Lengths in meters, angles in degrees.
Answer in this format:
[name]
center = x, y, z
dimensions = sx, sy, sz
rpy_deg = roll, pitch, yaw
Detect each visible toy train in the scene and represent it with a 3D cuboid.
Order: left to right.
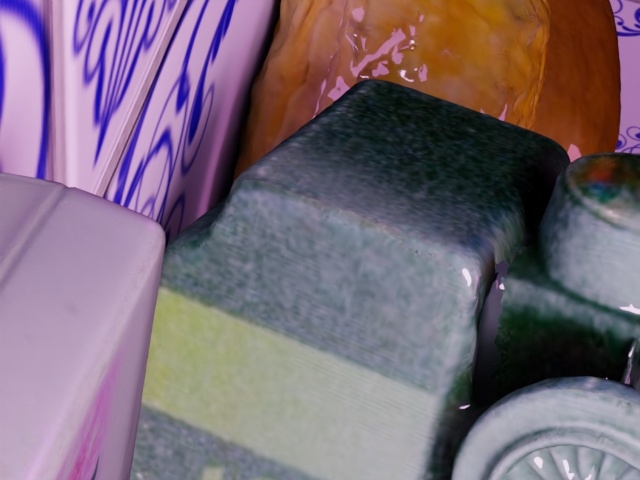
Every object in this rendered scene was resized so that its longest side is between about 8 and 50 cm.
[toy train]
center = 0.040, 0.095, 0.684
dimensions = 0.167, 0.238, 0.299
rpy_deg = -41, 148, -60

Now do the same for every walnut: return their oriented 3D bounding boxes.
[walnut]
center = 0.133, -0.124, 1.422
dimensions = 0.209, 0.209, 0.336
rpy_deg = 101, 6, -58

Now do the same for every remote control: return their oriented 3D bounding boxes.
[remote control]
center = -0.091, 0.146, 0.433
dimensions = 0.145, 0.050, 0.344
rpy_deg = -70, 175, -45

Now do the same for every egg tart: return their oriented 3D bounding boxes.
[egg tart]
center = 0.041, -0.060, 0.904
dimensions = 0.319, 0.128, 0.319
rpy_deg = 15, 90, -84
